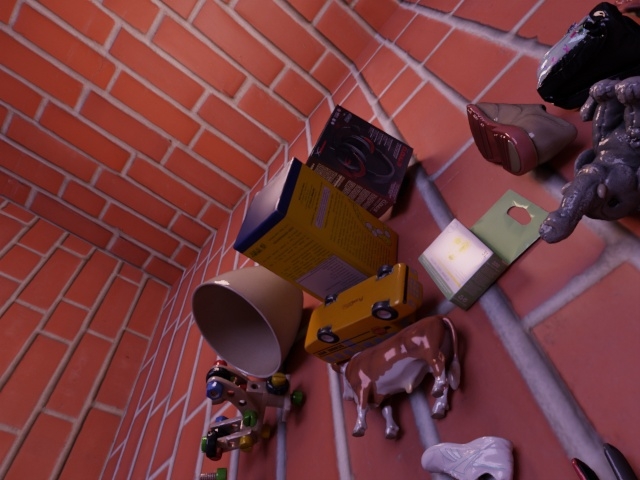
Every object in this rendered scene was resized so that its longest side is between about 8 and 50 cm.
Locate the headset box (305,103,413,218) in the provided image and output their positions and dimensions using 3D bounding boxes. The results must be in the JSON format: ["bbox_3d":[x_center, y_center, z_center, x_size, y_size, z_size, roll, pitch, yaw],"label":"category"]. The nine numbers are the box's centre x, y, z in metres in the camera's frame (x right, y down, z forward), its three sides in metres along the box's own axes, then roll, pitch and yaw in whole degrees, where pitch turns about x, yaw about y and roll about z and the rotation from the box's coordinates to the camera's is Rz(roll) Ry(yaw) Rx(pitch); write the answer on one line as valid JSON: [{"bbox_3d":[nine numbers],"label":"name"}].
[{"bbox_3d":[0.120,-0.218,1.250,0.218,0.293,0.110,-66,9,-30],"label":"headset box"}]

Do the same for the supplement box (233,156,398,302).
[{"bbox_3d":[0.000,0.000,1.097,0.194,0.357,0.195,-35,30,40],"label":"supplement box"}]

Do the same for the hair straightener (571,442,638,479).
[{"bbox_3d":[0.340,0.300,0.411,0.089,0.047,0.230,-46,24,23],"label":"hair straightener"}]

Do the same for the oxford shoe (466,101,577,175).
[{"bbox_3d":[0.419,-0.240,0.948,0.130,0.123,0.348,-23,29,9],"label":"oxford shoe"}]

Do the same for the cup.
[{"bbox_3d":[-0.185,0.206,1.315,0.331,0.331,0.237,-33,6,43],"label":"cup"}]

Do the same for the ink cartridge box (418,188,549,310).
[{"bbox_3d":[0.315,0.002,0.862,0.235,0.056,0.171,-52,22,16],"label":"ink cartridge box"}]

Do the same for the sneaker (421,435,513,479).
[{"bbox_3d":[0.208,0.328,0.634,0.152,0.054,0.061,-35,33,40],"label":"sneaker"}]

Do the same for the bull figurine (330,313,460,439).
[{"bbox_3d":[0.131,0.259,0.824,0.310,0.101,0.188,-45,29,31],"label":"bull figurine"}]

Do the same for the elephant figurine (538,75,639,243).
[{"bbox_3d":[0.438,-0.101,0.642,0.169,0.186,0.239,-19,-59,-70],"label":"elephant figurine"}]

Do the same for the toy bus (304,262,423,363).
[{"bbox_3d":[0.095,0.172,0.969,0.333,0.130,0.108,-34,30,42],"label":"toy bus"}]

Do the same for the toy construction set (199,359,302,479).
[{"bbox_3d":[-0.173,0.434,1.146,0.309,0.237,0.257,164,107,-81],"label":"toy construction set"}]

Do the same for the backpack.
[{"bbox_3d":[0.512,-0.345,0.843,0.182,0.152,0.115,-46,16,53],"label":"backpack"}]

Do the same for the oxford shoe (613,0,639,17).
[{"bbox_3d":[0.626,-0.430,0.750,0.397,0.147,0.140,-57,-5,-50],"label":"oxford shoe"}]
